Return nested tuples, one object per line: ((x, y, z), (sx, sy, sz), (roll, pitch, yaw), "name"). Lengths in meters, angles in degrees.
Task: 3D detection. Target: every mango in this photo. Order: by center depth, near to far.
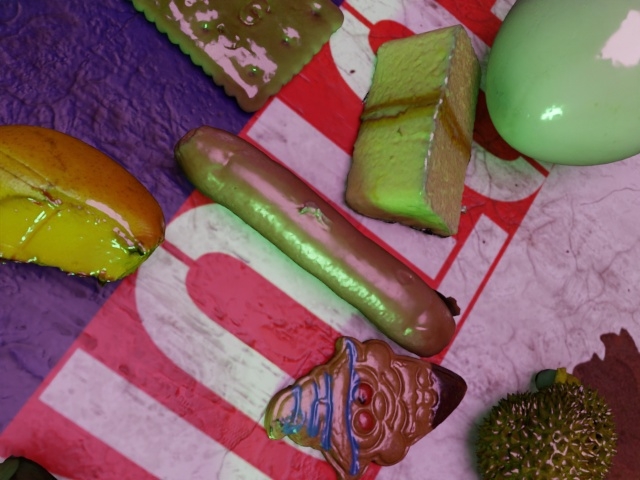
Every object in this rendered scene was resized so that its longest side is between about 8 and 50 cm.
((-0.292, -0.039, 0.715), (0.252, 0.126, 0.153), (29, 84, -5), "mango")

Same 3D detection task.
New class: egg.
((0.379, -0.246, 0.894), (0.345, 0.283, 0.283), (-37, 93, -8), "egg")

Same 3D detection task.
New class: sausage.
((0.000, 0.000, 0.819), (0.419, 0.094, 0.094), (38, 32, -8), "sausage")

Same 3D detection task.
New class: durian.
((0.298, 0.268, 0.842), (0.198, 0.146, 0.159), (-26, 91, -17), "durian")

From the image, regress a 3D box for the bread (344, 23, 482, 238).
((0.139, -0.152, 0.890), (0.178, 0.142, 0.265), (11, 75, -1), "bread")

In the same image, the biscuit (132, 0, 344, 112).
((-0.140, -0.342, 0.862), (0.325, 0.044, 0.217), (44, 72, -7), "biscuit")

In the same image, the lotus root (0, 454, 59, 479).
((-0.267, 0.390, 0.587), (0.250, 0.250, 0.346), (-38, 93, -20), "lotus root")

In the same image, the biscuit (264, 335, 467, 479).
((0.066, 0.211, 0.837), (0.281, 0.043, 0.183), (-4, 85, -16), "biscuit")
